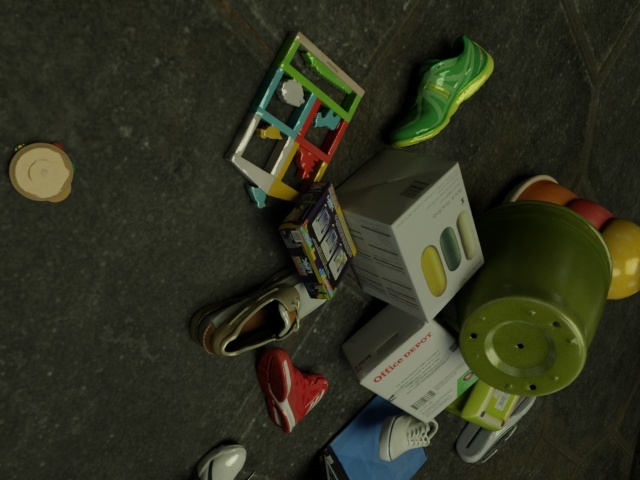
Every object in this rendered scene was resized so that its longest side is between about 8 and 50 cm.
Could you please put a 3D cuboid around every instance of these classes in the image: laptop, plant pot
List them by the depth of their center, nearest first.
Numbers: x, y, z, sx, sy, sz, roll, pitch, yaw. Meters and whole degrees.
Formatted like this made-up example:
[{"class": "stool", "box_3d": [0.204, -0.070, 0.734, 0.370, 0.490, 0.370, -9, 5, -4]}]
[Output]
[{"class": "plant pot", "box_3d": [0.450, 0.141, 1.221, 0.353, 0.367, 0.366, -47, 137, -57]}, {"class": "laptop", "box_3d": [0.167, 0.633, 1.347, 0.236, 0.408, 0.381, -20, 123, 4]}, {"class": "plant pot", "box_3d": [0.399, 0.361, 1.454, 0.227, 0.207, 0.228, 34, 82, -42]}]

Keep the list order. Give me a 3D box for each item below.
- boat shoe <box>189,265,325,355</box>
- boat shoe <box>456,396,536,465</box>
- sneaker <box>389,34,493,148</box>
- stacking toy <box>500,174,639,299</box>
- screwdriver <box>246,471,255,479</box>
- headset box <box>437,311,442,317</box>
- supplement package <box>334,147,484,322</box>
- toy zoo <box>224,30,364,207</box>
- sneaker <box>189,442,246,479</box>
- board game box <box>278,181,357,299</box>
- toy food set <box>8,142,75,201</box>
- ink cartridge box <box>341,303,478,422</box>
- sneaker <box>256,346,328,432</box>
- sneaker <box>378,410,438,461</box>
[{"class": "boat shoe", "box_3d": [-0.084, 0.136, 1.034, 0.302, 0.103, 0.113, -24, 120, -32]}, {"class": "boat shoe", "box_3d": [0.551, 0.556, 1.730, 0.335, 0.121, 0.119, -44, 137, -5]}, {"class": "sneaker", "box_3d": [0.232, -0.306, 1.155, 0.123, 0.109, 0.295, 45, 77, -16]}, {"class": "stacking toy", "box_3d": [0.703, 0.041, 1.403, 0.351, 0.480, 0.350, -15, 115, -36]}, {"class": "screwdriver", "box_3d": [-0.197, 0.548, 1.154, 0.170, 0.025, 0.024, -48, 130, -28]}, {"class": "headset box", "box_3d": [0.247, 0.182, 1.356, 0.083, 0.062, 0.032, -1, 106, -41]}, {"class": "supplement package", "box_3d": [0.175, -0.016, 1.131, 0.199, 0.198, 0.262, -42, 128, -21]}, {"class": "toy zoo", "box_3d": [-0.049, -0.191, 0.992, 0.192, 0.030, 0.293, 28, 87, -43]}, {"class": "sneaker", "box_3d": [-0.201, 0.508, 1.039, 0.235, 0.153, 0.094, -41, 128, -22]}, {"class": "board game box", "box_3d": [0.000, 0.000, 1.017, 0.141, 0.048, 0.170, -59, 138, -43]}, {"class": "toy food set", "box_3d": [-0.379, -0.095, 0.757, 0.083, 0.020, 0.082, 7, 101, -41]}, {"class": "ink cartridge box", "box_3d": [0.221, 0.271, 1.274, 0.211, 0.121, 0.289, -43, 128, 9]}, {"class": "sneaker", "box_3d": [-0.053, 0.281, 1.142, 0.128, 0.087, 0.221, -33, 137, -37]}, {"class": "sneaker", "box_3d": [0.216, 0.463, 1.337, 0.258, 0.091, 0.094, -2, 90, -63]}]
